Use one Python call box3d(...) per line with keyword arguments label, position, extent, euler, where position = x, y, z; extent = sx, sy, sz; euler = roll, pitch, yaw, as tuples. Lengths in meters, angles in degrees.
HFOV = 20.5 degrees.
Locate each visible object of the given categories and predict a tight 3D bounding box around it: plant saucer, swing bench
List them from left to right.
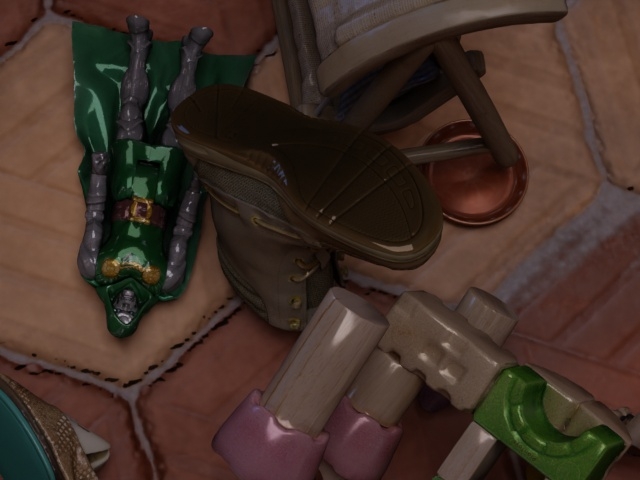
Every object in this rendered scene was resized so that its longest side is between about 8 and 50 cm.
box3d(label="swing bench", position=(0.045, -0.200, 1.210), extent=(0.165, 0.255, 0.253), euler=(-9, 69, -5))
box3d(label="plant saucer", position=(0.111, -0.049, 1.300), extent=(0.083, 0.013, 0.083), euler=(1, 71, -3))

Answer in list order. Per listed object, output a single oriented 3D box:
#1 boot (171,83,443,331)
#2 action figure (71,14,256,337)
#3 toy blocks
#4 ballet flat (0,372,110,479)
box3d(label="boot", position=(0.000, 0.000, 1.165), extent=(0.213, 0.165, 0.077), euler=(28, 57, 33))
box3d(label="action figure", position=(-0.124, -0.043, 1.256), extent=(0.137, 0.063, 0.232), euler=(8, 74, -5))
box3d(label="toy blocks", position=(0.091, 0.207, 1.130), extent=(0.288, 0.309, 0.260), euler=(37, 105, 20))
box3d(label="ballet flat", position=(-0.160, 0.173, 1.182), extent=(0.067, 0.073, 0.206), euler=(-20, 75, -40))
